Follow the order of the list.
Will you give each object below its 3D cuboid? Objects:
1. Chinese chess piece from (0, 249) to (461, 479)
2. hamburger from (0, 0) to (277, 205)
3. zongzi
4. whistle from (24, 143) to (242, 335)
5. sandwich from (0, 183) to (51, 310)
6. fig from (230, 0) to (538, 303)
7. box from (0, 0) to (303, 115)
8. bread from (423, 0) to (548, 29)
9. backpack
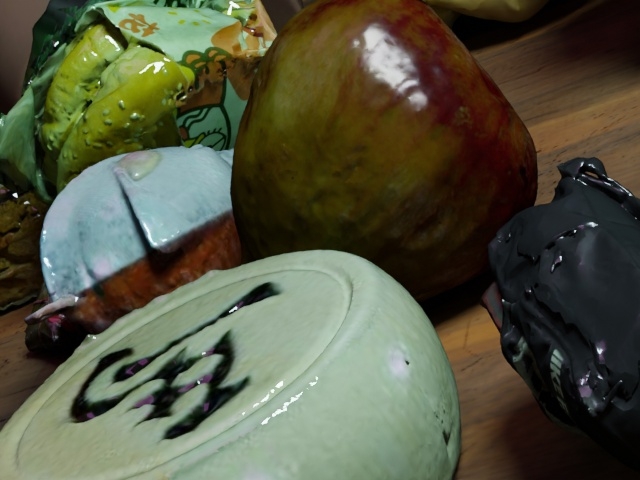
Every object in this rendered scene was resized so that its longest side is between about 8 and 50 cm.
[{"bbox_3d":[-0.052,0.104,0.819,0.250,0.101,0.250,-24,20,9],"label":"Chinese chess piece"},{"bbox_3d":[-0.141,-0.080,1.181,0.235,0.214,0.125,-12,39,-41],"label":"hamburger"},{"bbox_3d":[-0.186,0.035,1.176,0.083,0.073,0.067,-35,4,-24],"label":"zongzi"},{"bbox_3d":[-0.066,-0.021,1.112,0.346,0.134,0.142,-30,-22,-38],"label":"whistle"},{"bbox_3d":[-0.320,-0.008,1.402,0.249,0.095,0.273,-23,20,9],"label":"sandwich"},{"bbox_3d":[-0.004,-0.022,0.989,0.290,0.190,0.191,-38,14,27],"label":"fig"},{"bbox_3d":[-0.163,-0.194,1.316,0.301,0.301,0.216,-27,51,-1],"label":"box"},{"bbox_3d":[0.137,-0.371,1.396,0.394,0.250,0.361,-60,7,28],"label":"bread"},{"bbox_3d":[0.138,0.044,0.724,0.106,0.120,0.165,-44,17,15],"label":"backpack"}]
